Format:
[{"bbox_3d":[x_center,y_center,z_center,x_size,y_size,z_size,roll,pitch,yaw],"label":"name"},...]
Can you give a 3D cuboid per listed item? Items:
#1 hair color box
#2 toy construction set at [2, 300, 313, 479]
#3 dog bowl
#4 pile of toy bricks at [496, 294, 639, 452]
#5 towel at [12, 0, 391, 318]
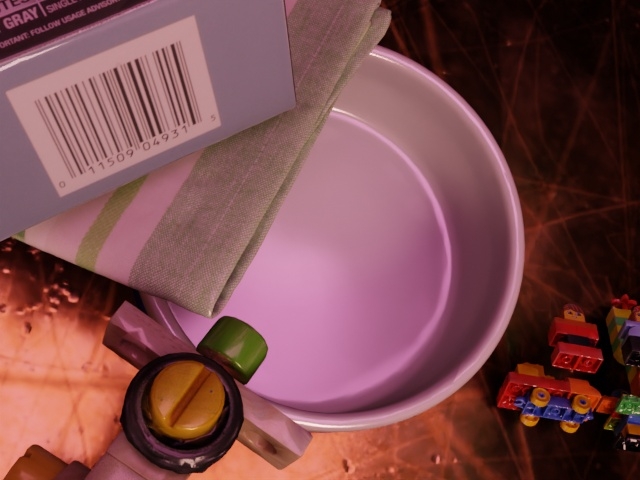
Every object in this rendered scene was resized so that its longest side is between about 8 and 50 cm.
[{"bbox_3d":[-0.184,-0.194,0.520,0.185,0.113,0.374,-27,57,-14],"label":"hair color box"},{"bbox_3d":[-0.147,0.141,0.499,0.309,0.257,0.237,20,63,21],"label":"toy construction set"},{"bbox_3d":[0.000,0.000,0.619,0.265,0.104,0.264,3,76,-14],"label":"dog bowl"},{"bbox_3d":[0.248,0.088,0.676,0.212,0.118,0.105,10,42,-4],"label":"pile of toy bricks"},{"bbox_3d":[-0.148,-0.108,0.561,0.325,0.038,0.247,20,64,17],"label":"towel"}]
